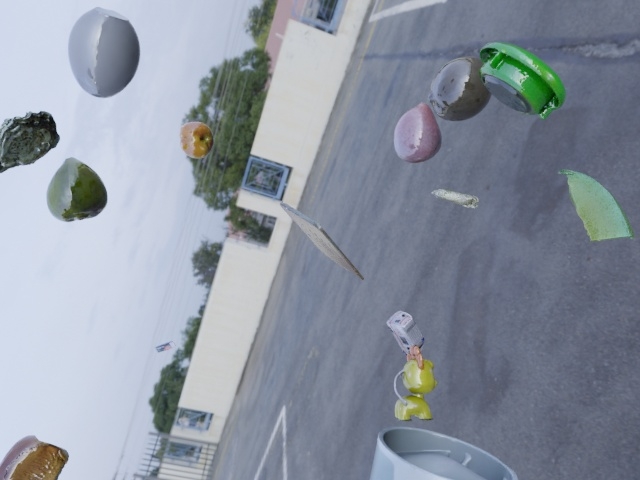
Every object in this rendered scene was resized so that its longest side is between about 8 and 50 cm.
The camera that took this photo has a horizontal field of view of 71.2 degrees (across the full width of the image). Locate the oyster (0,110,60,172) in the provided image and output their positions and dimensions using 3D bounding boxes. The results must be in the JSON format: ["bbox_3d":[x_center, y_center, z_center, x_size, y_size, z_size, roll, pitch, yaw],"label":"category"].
[{"bbox_3d":[-0.729,-0.245,1.095,0.177,0.064,0.124,-40,-45,-32],"label":"oyster"}]

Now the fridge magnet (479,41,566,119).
[{"bbox_3d":[0.423,-0.343,0.953,0.088,0.208,0.208,-51,17,13],"label":"fridge magnet"}]

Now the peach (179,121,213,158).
[{"bbox_3d":[-0.474,-0.382,1.701,0.138,0.138,0.138,-164,90,-79],"label":"peach"}]

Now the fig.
[{"bbox_3d":[-0.887,-0.184,1.617,0.203,0.203,0.224,163,91,-77],"label":"fig"}]

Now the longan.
[{"bbox_3d":[0.384,-0.414,1.224,0.189,0.190,0.189,-164,90,-79],"label":"longan"}]

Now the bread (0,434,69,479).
[{"bbox_3d":[-0.602,0.480,0.926,0.044,0.126,0.128,137,153,-64],"label":"bread"}]

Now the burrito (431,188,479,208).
[{"bbox_3d":[0.532,-0.169,1.766,0.058,0.189,0.045,85,-153,-53],"label":"burrito"}]

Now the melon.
[{"bbox_3d":[0.717,-0.094,1.180,0.114,0.053,0.261,-55,43,44],"label":"melon"}]

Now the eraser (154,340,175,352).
[{"bbox_3d":[-0.596,0.408,1.711,0.027,0.100,0.019,65,-163,-15],"label":"eraser"}]

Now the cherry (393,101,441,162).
[{"bbox_3d":[0.409,-0.452,1.922,0.206,0.239,0.239,-25,39,29],"label":"cherry"}]

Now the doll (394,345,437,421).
[{"bbox_3d":[0.288,0.435,1.368,0.143,0.136,0.220,101,171,-78],"label":"doll"}]

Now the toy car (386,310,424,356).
[{"bbox_3d":[0.352,0.379,1.753,0.089,0.209,0.108,-38,19,-22],"label":"toy car"}]

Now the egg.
[{"bbox_3d":[-0.589,-0.502,1.214,0.231,0.176,0.176,-60,16,21],"label":"egg"}]

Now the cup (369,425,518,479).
[{"bbox_3d":[0.252,0.540,0.817,0.259,0.357,0.274,34,-111,-78],"label":"cup"}]

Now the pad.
[{"bbox_3d":[0.000,0.000,1.463,0.018,0.286,0.284,-46,36,-8],"label":"pad"}]
